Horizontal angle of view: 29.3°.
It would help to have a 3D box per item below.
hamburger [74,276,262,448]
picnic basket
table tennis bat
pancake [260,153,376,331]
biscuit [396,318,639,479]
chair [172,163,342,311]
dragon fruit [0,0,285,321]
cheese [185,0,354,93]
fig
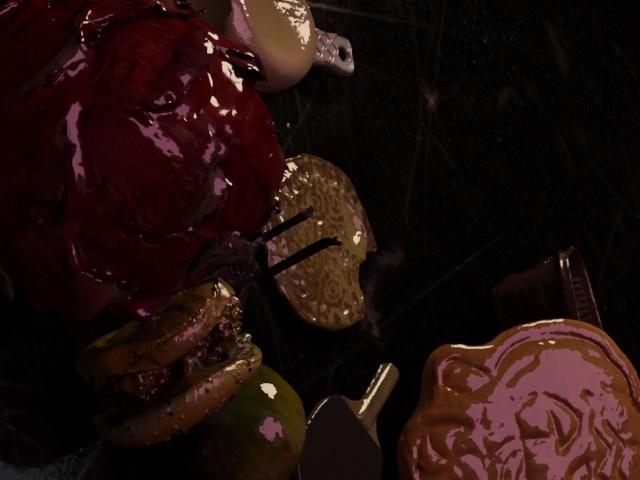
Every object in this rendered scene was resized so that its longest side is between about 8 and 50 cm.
[{"bbox_3d":[-0.141,0.119,1.188,0.113,0.177,0.185,59,19,-3],"label":"hamburger"},{"bbox_3d":[0.344,0.167,1.781,0.222,0.129,0.297,2,72,-72],"label":"picnic basket"},{"bbox_3d":[0.040,0.237,1.494,0.138,0.022,0.246,56,41,-21],"label":"table tennis bat"},{"bbox_3d":[0.000,0.000,1.528,0.212,0.029,0.235,48,44,-28],"label":"pancake"},{"bbox_3d":[0.277,0.297,1.582,0.365,0.062,0.385,-4,85,-18],"label":"biscuit"},{"bbox_3d":[-0.102,-0.001,1.352,0.213,0.149,0.174,-37,113,-5],"label":"chair"},{"bbox_3d":[-0.198,-0.085,1.093,0.329,0.329,0.329,23,59,-45],"label":"dragon fruit"},{"bbox_3d":[-0.049,-0.256,1.528,0.286,0.082,0.163,4,74,-54],"label":"cheese"},{"bbox_3d":[-0.060,0.231,1.311,0.245,0.149,0.149,58,37,-43],"label":"fig"}]
